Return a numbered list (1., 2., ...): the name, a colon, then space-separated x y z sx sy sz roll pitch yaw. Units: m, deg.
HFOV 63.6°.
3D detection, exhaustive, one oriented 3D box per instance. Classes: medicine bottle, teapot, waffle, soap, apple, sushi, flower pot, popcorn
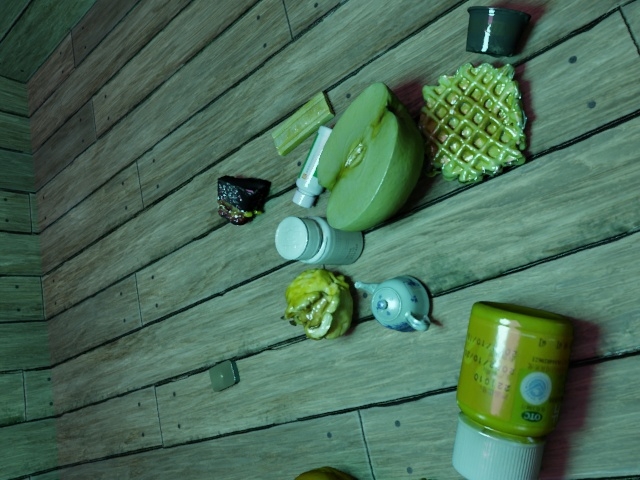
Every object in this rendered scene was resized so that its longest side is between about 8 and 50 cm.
1. medicine bottle: 0.000 0.000 1.510 0.144 0.258 0.143 -4 83 38
2. teapot: 0.204 0.176 1.406 0.232 0.159 0.158 34 106 35
3. medicine bottle: 0.423 0.343 1.168 0.225 0.224 0.383 12 92 38
4. waffle: 0.391 -0.305 1.356 0.298 0.073 0.316 -6 84 37
5. soap: -0.063 -0.387 1.738 0.252 0.037 0.092 -32 66 31
6. medicine bottle: -0.010 -0.232 1.645 0.095 0.095 0.259 35 106 35
7. apple: 0.124 -0.221 1.407 0.320 0.312 0.360 45 127 7
8. sushi: -0.283 -0.135 1.820 0.172 0.153 0.150 12 112 17
9. flower pot: 0.436 -0.520 1.301 0.158 0.158 0.106 26 116 37
10. popcorn: 0.002 0.194 1.539 0.192 0.190 0.253 -23 31 21

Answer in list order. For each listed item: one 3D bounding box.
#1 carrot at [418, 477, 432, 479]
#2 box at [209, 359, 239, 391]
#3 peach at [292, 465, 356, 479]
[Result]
1. carrot: 0.343 0.711 1.270 0.302 0.114 0.114 29 104 39
2. box: -0.348 0.491 1.876 0.126 0.031 0.090 -32 67 31
3. peach: 0.008 0.788 1.378 0.343 0.343 0.301 23 78 37
